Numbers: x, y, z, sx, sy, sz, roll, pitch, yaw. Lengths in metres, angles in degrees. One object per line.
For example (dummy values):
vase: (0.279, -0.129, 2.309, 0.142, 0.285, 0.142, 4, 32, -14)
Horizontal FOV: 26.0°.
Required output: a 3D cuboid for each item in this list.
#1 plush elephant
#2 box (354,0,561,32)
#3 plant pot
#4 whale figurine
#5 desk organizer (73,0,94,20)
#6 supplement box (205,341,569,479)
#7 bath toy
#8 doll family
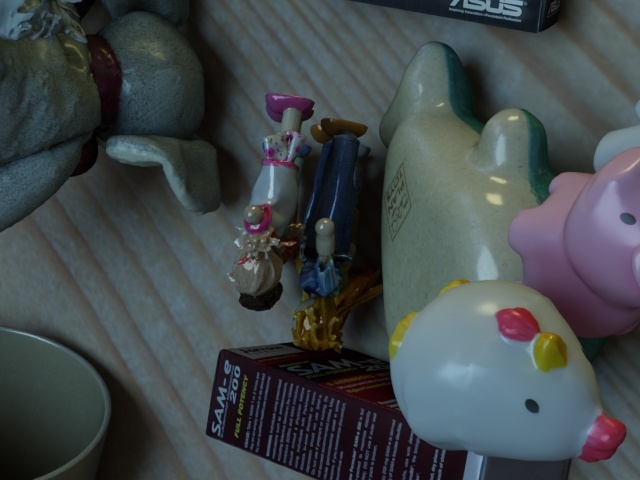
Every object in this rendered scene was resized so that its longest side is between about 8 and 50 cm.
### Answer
plush elephant: (-0.216, -0.128, 1.162, 0.330, 0.255, 0.272, -17, 71, 45)
box: (0.066, -0.257, 0.982, 0.231, 0.056, 0.183, 15, 114, 21)
plant pot: (-0.326, 0.257, 1.263, 0.256, 0.256, 0.274, 29, 125, 34)
whale figurine: (0.119, -0.012, 0.972, 0.216, 0.141, 0.272, 114, 151, -45)
desk organizer: (-0.219, -0.259, 1.268, 0.130, 0.050, 0.047, -47, 64, 28)
supplement box: (0.048, 0.138, 1.014, 0.239, 0.130, 0.073, 14, 99, 36)
bath toy: (0.183, -0.005, 0.779, 0.129, 0.348, 0.151, 25, 146, 36)
doll family: (0.000, 0.000, 1.021, 0.118, 0.263, 0.163, 9, 83, 0)
